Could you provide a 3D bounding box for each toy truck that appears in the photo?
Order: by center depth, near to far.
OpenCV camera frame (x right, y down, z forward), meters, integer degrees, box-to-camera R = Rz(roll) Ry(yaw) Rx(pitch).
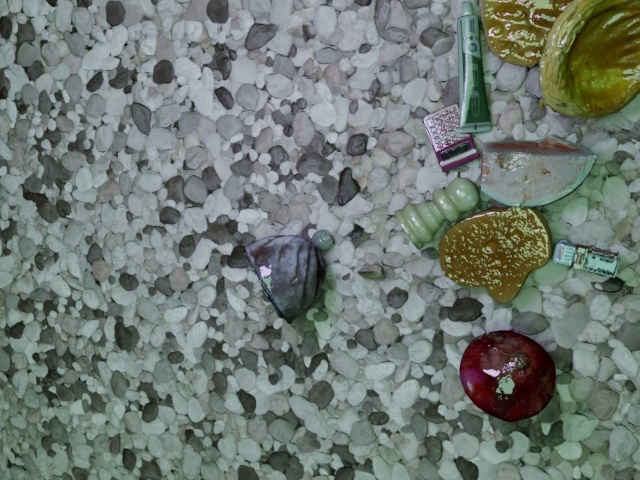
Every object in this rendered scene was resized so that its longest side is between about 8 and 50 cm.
[{"bbox_3d":[0.760,0.053,1.789,0.178,0.115,0.080,15,100,19],"label":"toy truck"}]

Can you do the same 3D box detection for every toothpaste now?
[{"bbox_3d":[0.455,-0.521,1.869,0.099,0.061,0.391,-5,95,-1],"label":"toothpaste"}]

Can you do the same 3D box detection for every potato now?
[{"bbox_3d":[0.172,0.102,2.046,0.093,0.036,0.037,-5,131,37],"label":"potato"}]

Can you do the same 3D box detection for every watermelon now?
[{"bbox_3d":[0.615,-0.210,1.770,0.305,0.180,0.223,1,74,14],"label":"watermelon"}]

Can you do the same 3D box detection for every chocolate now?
[{"bbox_3d":[-0.089,0.099,2.023,0.213,0.303,0.303,-32,84,1],"label":"chocolate"}]

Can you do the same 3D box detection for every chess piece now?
[{"bbox_3d":[0.372,-0.096,1.909,0.251,0.144,0.144,-33,84,13],"label":"chess piece"}]

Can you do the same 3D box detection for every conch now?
[{"bbox_3d":[-0.001,-0.001,2.084,0.085,0.057,0.076,-25,74,19],"label":"conch"}]

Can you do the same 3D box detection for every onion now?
[{"bbox_3d":[0.547,0.392,1.818,0.276,0.276,0.276,2,96,19],"label":"onion"}]

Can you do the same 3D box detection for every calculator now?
[{"bbox_3d":[0.404,-0.320,1.921,0.127,0.034,0.190,-22,82,21],"label":"calculator"}]

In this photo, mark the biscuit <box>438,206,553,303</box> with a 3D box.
[{"bbox_3d":[0.535,0.046,1.882,0.344,0.057,0.287,-22,89,29],"label":"biscuit"}]

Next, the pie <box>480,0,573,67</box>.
[{"bbox_3d":[0.625,-0.667,1.786,0.340,0.083,0.339,1,93,20],"label":"pie"}]

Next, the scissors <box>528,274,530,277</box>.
[{"bbox_3d":[0.593,0.019,1.894,0.110,0.021,0.212,-25,86,23],"label":"scissors"}]

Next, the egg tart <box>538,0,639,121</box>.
[{"bbox_3d":[0.732,-0.509,1.669,0.388,0.388,0.169,-52,34,16],"label":"egg tart"}]
